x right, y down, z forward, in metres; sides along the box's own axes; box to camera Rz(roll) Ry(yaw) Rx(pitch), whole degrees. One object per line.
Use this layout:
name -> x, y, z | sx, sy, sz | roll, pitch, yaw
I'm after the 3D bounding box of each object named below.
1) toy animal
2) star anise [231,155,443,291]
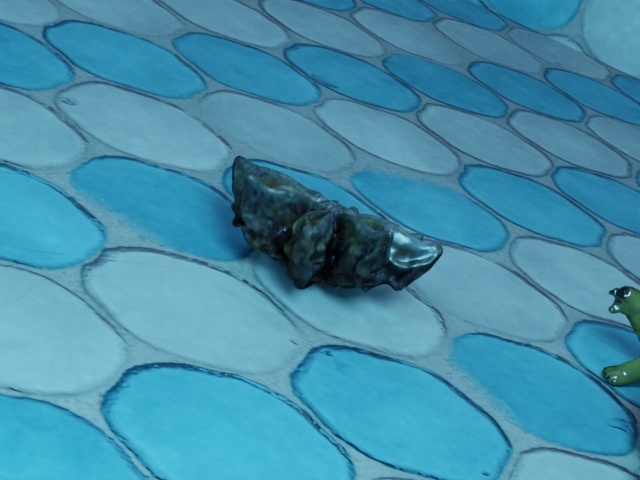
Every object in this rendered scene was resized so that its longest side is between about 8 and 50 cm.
toy animal -> 0.405, 0.130, 1.879 | 0.219, 0.101, 0.103 | 26, 22, 7
star anise -> -0.001, 0.000, 1.772 | 0.223, 0.109, 0.236 | 31, 8, 33
